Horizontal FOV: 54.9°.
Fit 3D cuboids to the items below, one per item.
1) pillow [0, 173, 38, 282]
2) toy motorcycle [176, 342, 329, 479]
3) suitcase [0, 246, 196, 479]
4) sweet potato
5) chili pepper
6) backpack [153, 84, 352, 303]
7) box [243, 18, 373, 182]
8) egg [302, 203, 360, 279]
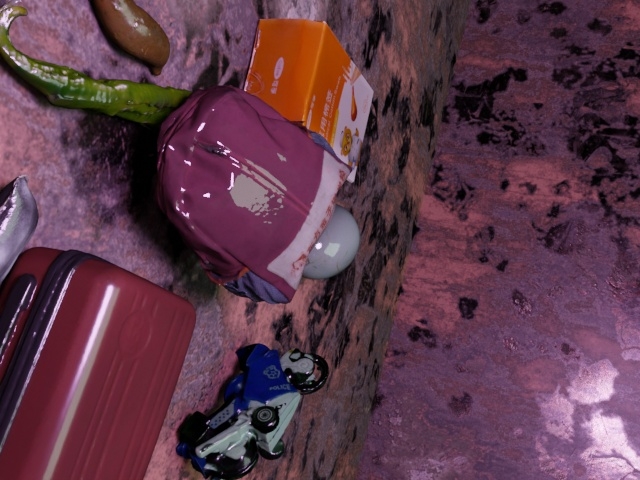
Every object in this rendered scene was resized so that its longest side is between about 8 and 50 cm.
[{"bbox_3d":[-0.344,0.001,0.654,0.091,0.055,0.136,75,34,-53],"label":"pillow"},{"bbox_3d":[-0.135,0.317,1.202,0.331,0.196,0.125,-43,140,-38],"label":"toy motorcycle"},{"bbox_3d":[-0.289,0.173,0.732,0.236,0.161,0.297,50,54,-64],"label":"suitcase"},{"bbox_3d":[-0.247,-0.288,0.765,0.249,0.059,0.069,59,26,-55],"label":"sweet potato"},{"bbox_3d":[-0.254,-0.190,0.783,0.085,0.076,0.359,-56,162,10],"label":"chili pepper"},{"bbox_3d":[-0.118,-0.075,0.911,0.317,0.197,0.284,36,70,-49],"label":"backpack"},{"bbox_3d":[-0.021,-0.265,1.234,0.341,0.143,0.225,23,78,-70],"label":"box"},{"bbox_3d":[0.000,0.000,1.381,0.231,0.167,0.168,-40,137,-63],"label":"egg"}]
